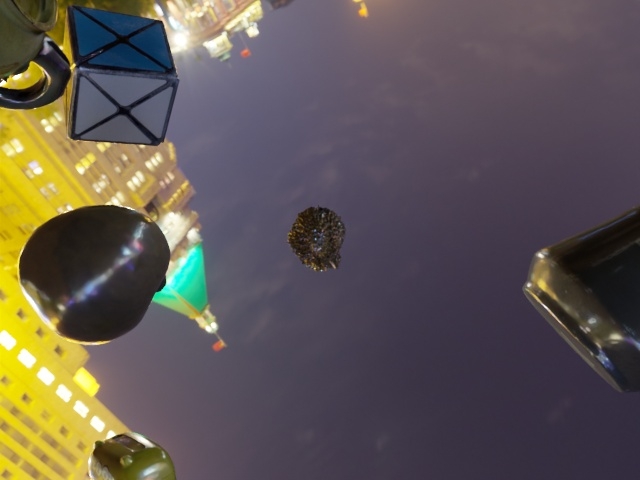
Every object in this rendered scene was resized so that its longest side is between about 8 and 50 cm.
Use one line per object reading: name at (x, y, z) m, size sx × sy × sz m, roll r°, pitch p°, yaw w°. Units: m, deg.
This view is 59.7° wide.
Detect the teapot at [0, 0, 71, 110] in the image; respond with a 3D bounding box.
teapot at (-0.329, -0.205, 0.466) m, size 0.182 × 0.269 × 0.173 m, roll -13°, pitch -120°, yaw 1°

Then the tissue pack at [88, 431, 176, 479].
tissue pack at (-0.368, 0.447, 1.087) m, size 0.178 × 0.127 × 0.123 m, roll 3°, pitch -165°, yaw 43°

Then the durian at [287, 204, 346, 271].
durian at (0.000, 0.000, 0.712) m, size 0.080 × 0.080 × 0.091 m, roll -34°, pitch -122°, yaw -8°

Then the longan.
longan at (-0.430, 0.068, 1.097) m, size 0.300 × 0.300 × 0.243 m, roll -28°, pitch -120°, yaw 1°

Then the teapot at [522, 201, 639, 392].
teapot at (0.592, 0.083, 0.947) m, size 0.361 × 0.305 × 0.376 m, roll -42°, pitch -112°, yaw 9°

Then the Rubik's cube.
Rubik's cube at (-0.536, -0.430, 1.475) m, size 0.260 × 0.255 × 0.259 m, roll -3°, pitch -124°, yaw -32°
